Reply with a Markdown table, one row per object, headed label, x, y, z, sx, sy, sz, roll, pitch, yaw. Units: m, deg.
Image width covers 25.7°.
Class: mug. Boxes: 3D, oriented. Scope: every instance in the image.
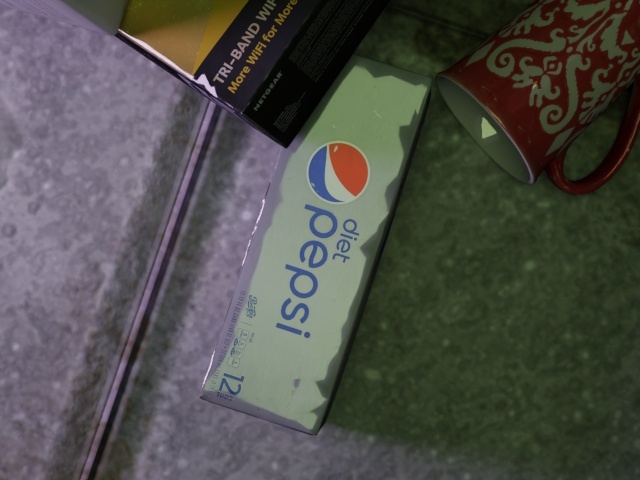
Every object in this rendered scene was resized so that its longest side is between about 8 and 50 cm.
| label | x | y | z | sx | sy | sz | roll | pitch | yaw |
| --- | --- | --- | --- | --- | --- | --- | --- | --- | --- |
| mug | 0.194 | -0.131 | 1.094 | 0.169 | 0.150 | 0.113 | -42 | 51 | -3 |

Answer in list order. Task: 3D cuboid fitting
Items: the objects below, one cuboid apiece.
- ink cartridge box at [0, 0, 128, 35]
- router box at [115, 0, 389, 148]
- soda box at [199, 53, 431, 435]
| label | x | y | z | sx | sy | sz | roll | pitch | yaw |
| --- | --- | --- | --- | --- | --- | --- | --- | --- | --- |
| ink cartridge box | -0.336 | -0.295 | 0.968 | 0.385 | 0.279 | 0.160 | 16 | 86 | 20 |
| router box | -0.038 | -0.261 | 1.055 | 0.243 | 0.081 | 0.308 | 34 | 90 | 29 |
| soda box | 0.000 | 0.000 | 1.089 | 0.098 | 0.091 | 0.286 | 17 | 89 | 4 |
